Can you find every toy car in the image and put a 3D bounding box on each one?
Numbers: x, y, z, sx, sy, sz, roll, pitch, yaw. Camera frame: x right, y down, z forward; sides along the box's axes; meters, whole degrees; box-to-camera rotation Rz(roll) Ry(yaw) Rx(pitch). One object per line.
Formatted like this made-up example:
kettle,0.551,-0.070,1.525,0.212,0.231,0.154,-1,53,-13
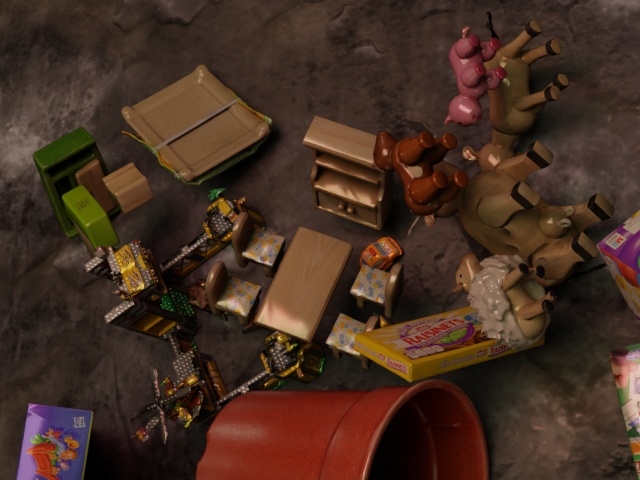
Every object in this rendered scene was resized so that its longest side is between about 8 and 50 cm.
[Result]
toy car,0.085,0.053,1.543,0.060,0.040,0.122,-28,63,19

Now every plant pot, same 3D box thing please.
plant pot,0.016,0.285,1.398,0.265,0.272,0.273,2,76,37

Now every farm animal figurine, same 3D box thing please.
farm animal figurine,0.203,-0.070,1.416,0.327,0.330,0.172,52,141,-3

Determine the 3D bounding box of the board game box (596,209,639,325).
board game box,0.432,0.062,1.209,0.142,0.144,0.275,-38,30,-4

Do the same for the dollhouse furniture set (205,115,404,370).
dollhouse furniture set,0.000,0.000,1.459,0.212,0.161,0.242,19,65,13

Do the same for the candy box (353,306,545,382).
candy box,0.151,0.115,1.390,0.105,0.205,0.027,21,116,52

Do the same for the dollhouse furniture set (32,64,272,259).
dollhouse furniture set,-0.227,-0.093,1.726,0.301,0.151,0.197,-32,51,-17

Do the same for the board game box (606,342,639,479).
board game box,0.487,0.183,1.283,0.317,0.046,0.214,-18,69,23

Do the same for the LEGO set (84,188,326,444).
LEGO set,-0.162,0.090,1.577,0.255,0.192,0.331,-27,65,19

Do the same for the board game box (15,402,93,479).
board game box,-0.355,0.339,1.538,0.078,0.347,0.233,10,77,-11
